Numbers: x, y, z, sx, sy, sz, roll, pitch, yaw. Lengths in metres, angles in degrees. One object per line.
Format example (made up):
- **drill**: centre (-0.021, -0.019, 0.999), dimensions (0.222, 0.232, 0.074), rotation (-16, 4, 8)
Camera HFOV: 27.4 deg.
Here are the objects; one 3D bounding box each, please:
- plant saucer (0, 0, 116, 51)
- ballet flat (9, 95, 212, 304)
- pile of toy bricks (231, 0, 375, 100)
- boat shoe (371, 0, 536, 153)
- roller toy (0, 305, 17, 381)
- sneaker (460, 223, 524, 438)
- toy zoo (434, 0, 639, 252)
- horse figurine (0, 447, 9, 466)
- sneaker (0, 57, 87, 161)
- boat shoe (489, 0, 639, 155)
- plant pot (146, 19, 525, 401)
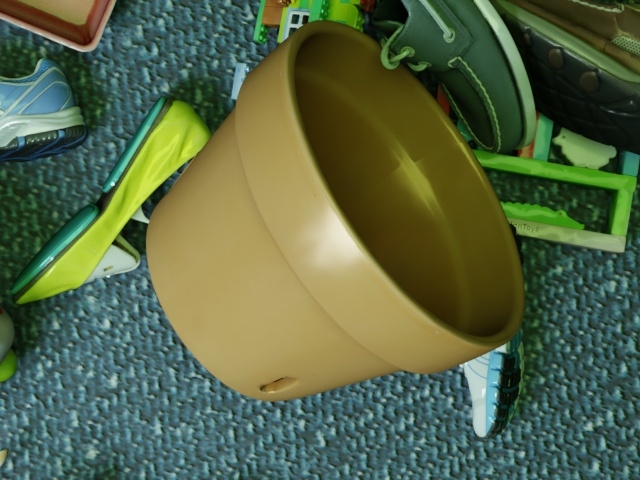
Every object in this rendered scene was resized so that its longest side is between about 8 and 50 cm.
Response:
- **plant saucer**: centre (-0.271, -0.328, 1.174), dimensions (0.259, 0.048, 0.259), rotation (22, 87, 0)
- **ballet flat**: centre (-0.175, -0.020, 1.155), dimensions (0.077, 0.077, 0.231), rotation (39, 85, -16)
- **pile of toy bricks**: centre (-0.003, -0.199, 1.132), dimensions (0.105, 0.118, 0.212), rotation (8, 88, 22)
- **boat shoe**: centre (0.072, -0.190, 1.076), dimensions (0.099, 0.116, 0.319), rotation (-37, 115, -12)
- **roller toy**: centre (-0.368, 0.081, 1.082), dimensions (0.209, 0.191, 0.146), rotation (33, 87, 0)
- **sneaker**: centre (0.135, 0.080, 1.168), dimensions (0.082, 0.071, 0.191), rotation (1, 91, 24)
- **toy zoo**: centre (0.203, -0.148, 1.188), dimensions (0.192, 0.030, 0.293), rotation (9, 87, -1)
- **horse figurine**: centre (-0.277, 0.273, 1.140), dimensions (0.263, 0.066, 0.175), rotation (25, 84, -6)
- **sneaker**: centre (-0.316, -0.105, 1.155), dimensions (0.211, 0.080, 0.081), rotation (-11, 82, -12)
- **boat shoe**: centre (0.285, -0.143, 1.120), dimensions (0.324, 0.122, 0.120), rotation (30, 73, 4)
- **plant pot**: centre (0.000, 0.000, 1.057), dimensions (0.203, 0.291, 0.291), rotation (-33, 89, 28)
